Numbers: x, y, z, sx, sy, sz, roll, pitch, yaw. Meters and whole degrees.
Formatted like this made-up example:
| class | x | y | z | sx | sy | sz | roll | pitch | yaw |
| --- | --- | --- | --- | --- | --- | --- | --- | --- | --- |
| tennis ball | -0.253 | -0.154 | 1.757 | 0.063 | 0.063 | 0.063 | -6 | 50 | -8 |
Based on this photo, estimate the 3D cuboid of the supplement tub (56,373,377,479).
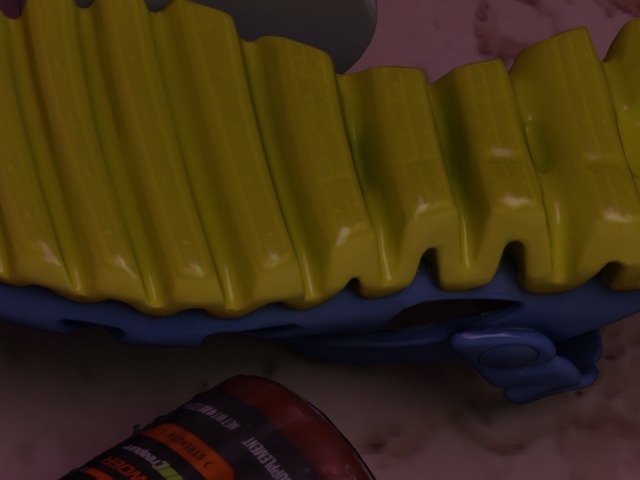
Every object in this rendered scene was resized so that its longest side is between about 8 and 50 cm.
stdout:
| class | x | y | z | sx | sy | sz | roll | pitch | yaw |
| --- | --- | --- | --- | --- | --- | --- | --- | --- | --- |
| supplement tub | -0.074 | 0.130 | 0.611 | 0.198 | 0.106 | 0.106 | -31 | 77 | -26 |

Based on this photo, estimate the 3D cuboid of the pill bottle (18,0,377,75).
| class | x | y | z | sx | sy | sz | roll | pitch | yaw |
| --- | --- | --- | --- | --- | --- | --- | --- | --- | --- |
| pill bottle | -0.054 | -0.189 | 0.744 | 0.153 | 0.153 | 0.264 | 1 | 66 | -16 |

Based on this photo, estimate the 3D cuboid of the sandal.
| class | x | y | z | sx | sy | sz | roll | pitch | yaw |
| --- | --- | --- | --- | --- | --- | --- | --- | --- | --- |
| sandal | 0.000 | 0.000 | 0.680 | 0.317 | 0.138 | 0.126 | 5 | 56 | -11 |
